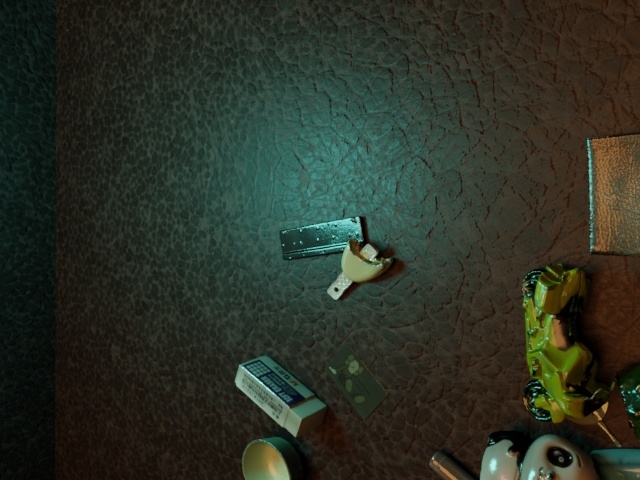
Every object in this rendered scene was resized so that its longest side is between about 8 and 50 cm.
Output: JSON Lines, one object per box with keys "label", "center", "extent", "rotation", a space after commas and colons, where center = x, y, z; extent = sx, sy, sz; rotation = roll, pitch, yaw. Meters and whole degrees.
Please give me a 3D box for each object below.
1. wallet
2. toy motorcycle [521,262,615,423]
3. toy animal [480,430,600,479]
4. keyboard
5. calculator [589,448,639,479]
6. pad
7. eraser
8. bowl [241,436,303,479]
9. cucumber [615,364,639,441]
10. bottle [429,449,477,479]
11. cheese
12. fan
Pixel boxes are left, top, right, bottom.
{"label": "wallet", "center": [0.602, -0.089, 1.183], "extent": [0.132, 0.039, 0.243], "rotation": [0, 95, 46]}
{"label": "toy motorcycle", "center": [0.502, 0.222, 1.229], "extent": [0.206, 0.142, 0.343], "rotation": [1, 94, 49]}
{"label": "toy animal", "center": [0.470, 0.507, 1.262], "extent": [0.235, 0.165, 0.187], "rotation": [-10, 57, 54]}
{"label": "keyboard", "center": [0.000, 0.000, 1.702], "extent": [0.309, 0.018, 0.101], "rotation": [-10, 88, 40]}
{"label": "calculator", "center": [0.724, 0.546, 1.147], "extent": [0.386, 0.054, 0.256], "rotation": [-3, 94, 39]}
{"label": "pad", "center": [0.098, 0.397, 1.679], "extent": [0.190, 0.004, 0.127], "rotation": [49, 122, 24]}
{"label": "eraser", "center": [-0.121, 0.462, 1.789], "extent": [0.279, 0.124, 0.081], "rotation": [32, 115, 32]}
{"label": "bowl", "center": [-0.132, 0.702, 1.836], "extent": [0.211, 0.112, 0.212], "rotation": [6, 99, 40]}
{"label": "cucumber", "center": [0.712, 0.266, 1.072], "extent": [0.325, 0.145, 0.105], "rotation": [-22, 108, 36]}
{"label": "bottle", "center": [0.336, 0.584, 1.472], "extent": [0.140, 0.053, 0.053], "rotation": [36, 117, 30]}
{"label": "cheese", "center": [0.089, 0.087, 1.617], "extent": [0.127, 0.049, 0.235], "rotation": [43, 131, 8]}
{"label": "fan", "center": [0.580, 0.366, 1.274], "extent": [0.113, 0.005, 0.175], "rotation": [-50, 65, 32]}
